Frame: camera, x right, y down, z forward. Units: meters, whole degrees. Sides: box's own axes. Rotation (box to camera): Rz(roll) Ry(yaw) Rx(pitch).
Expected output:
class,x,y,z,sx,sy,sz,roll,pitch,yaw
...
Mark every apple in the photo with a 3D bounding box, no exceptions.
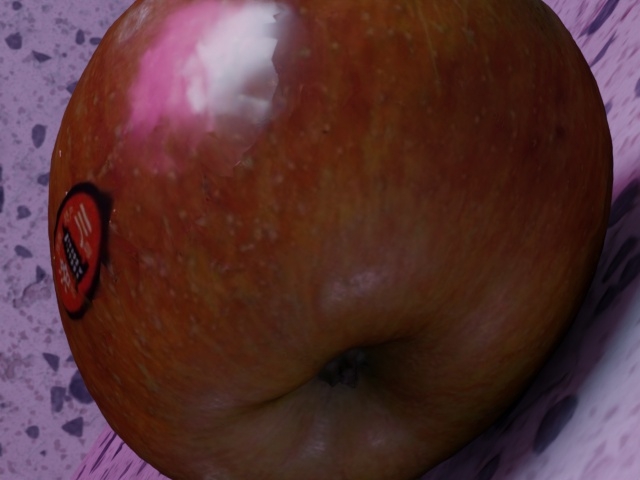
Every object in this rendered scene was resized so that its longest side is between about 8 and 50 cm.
class,x,y,z,sx,sy,sz,roll,pitch,yaw
apple,0.000,0.000,0.850,0.309,0.277,0.250,100,176,-67
